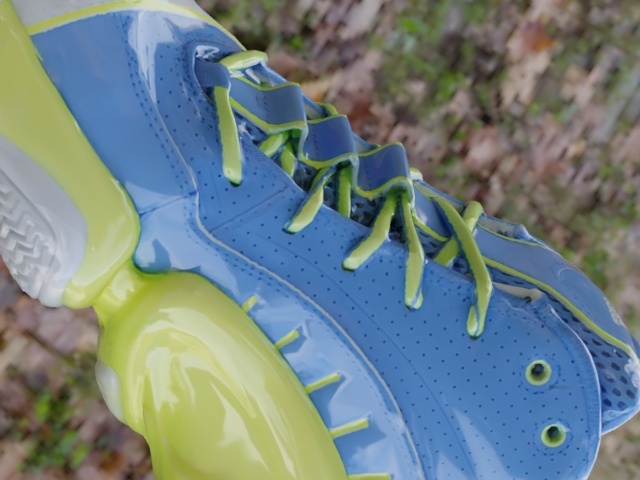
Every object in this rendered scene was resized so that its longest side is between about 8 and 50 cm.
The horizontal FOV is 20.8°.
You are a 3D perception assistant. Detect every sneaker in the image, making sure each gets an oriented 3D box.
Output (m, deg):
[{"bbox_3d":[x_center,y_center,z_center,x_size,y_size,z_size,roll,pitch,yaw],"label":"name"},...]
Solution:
[{"bbox_3d":[0.000,0.000,0.395,0.126,0.091,0.240,-17,118,2],"label":"sneaker"}]
